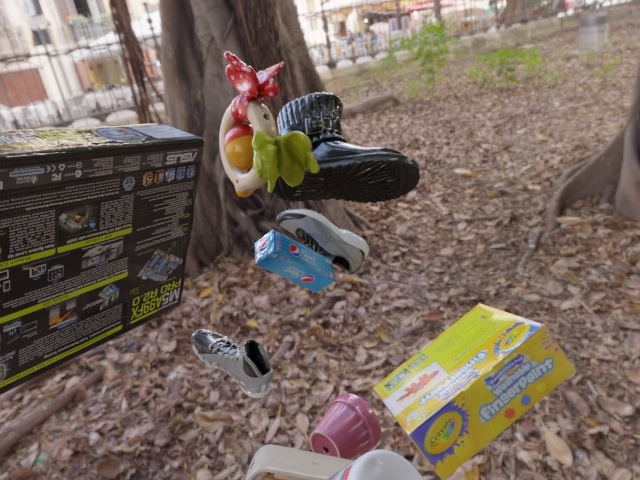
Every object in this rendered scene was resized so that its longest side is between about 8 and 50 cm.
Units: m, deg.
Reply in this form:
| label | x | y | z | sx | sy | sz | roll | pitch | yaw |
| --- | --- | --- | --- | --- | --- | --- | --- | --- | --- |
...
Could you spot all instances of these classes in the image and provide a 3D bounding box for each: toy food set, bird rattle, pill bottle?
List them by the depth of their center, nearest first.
| label | x | y | z | sx | sy | sz | roll | pitch | yaw |
| --- | --- | --- | --- | --- | --- | --- | --- | --- | --- |
| pill bottle | 0.037 | 0.468 | 0.803 | 0.283 | 0.161 | 0.161 | -49 | -1 | 34 |
| bird rattle | -0.130 | -0.191 | 0.897 | 0.143 | 0.254 | 0.207 | -20 | -13 | -44 |
| toy food set | -0.020 | 0.561 | 1.153 | 0.305 | 0.093 | 0.220 | 11 | -10 | 0 |

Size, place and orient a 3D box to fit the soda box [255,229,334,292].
| label | x | y | z | sx | sy | sz | roll | pitch | yaw |
| --- | --- | --- | --- | --- | --- | --- | --- | --- | --- |
| soda box | -0.062 | 0.055 | 1.247 | 0.071 | 0.210 | 0.067 | -34 | 45 | 30 |

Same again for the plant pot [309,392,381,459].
| label | x | y | z | sx | sy | sz | roll | pitch | yaw |
| --- | --- | --- | --- | --- | --- | --- | --- | --- | --- |
| plant pot | 0.070 | 0.635 | 1.648 | 0.201 | 0.202 | 0.180 | 9 | 22 | 40 |

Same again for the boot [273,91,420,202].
| label | x | y | z | sx | sy | sz | roll | pitch | yaw |
| --- | --- | --- | --- | --- | --- | --- | --- | --- | --- |
| boot | 0.054 | -0.227 | 1.176 | 0.347 | 0.131 | 0.260 | 1 | 54 | 7 |

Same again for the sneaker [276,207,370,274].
| label | x | y | z | sx | sy | sz | roll | pitch | yaw |
| --- | --- | --- | --- | --- | --- | --- | --- | --- | --- |
| sneaker | 0.000 | 0.000 | 1.369 | 0.271 | 0.100 | 0.108 | 27 | 63 | -2 |

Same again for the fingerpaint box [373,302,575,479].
| label | x | y | z | sx | sy | sz | roll | pitch | yaw |
| --- | --- | --- | --- | --- | --- | --- | --- | --- | --- |
| fingerpaint box | 0.408 | 0.399 | 1.422 | 0.444 | 0.163 | 0.371 | -37 | 6 | -6 |

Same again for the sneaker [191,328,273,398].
| label | x | y | z | sx | sy | sz | roll | pitch | yaw |
| --- | --- | --- | --- | --- | --- | --- | --- | --- | --- |
| sneaker | -0.192 | 0.247 | 1.139 | 0.228 | 0.132 | 0.086 | 33 | 43 | 12 |

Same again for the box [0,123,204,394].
| label | x | y | z | sx | sy | sz | roll | pitch | yaw |
| --- | --- | --- | --- | --- | --- | --- | --- | --- | --- |
| box | -0.232 | 0.006 | 0.475 | 0.060 | 0.217 | 0.270 | 23 | 24 | 21 |
